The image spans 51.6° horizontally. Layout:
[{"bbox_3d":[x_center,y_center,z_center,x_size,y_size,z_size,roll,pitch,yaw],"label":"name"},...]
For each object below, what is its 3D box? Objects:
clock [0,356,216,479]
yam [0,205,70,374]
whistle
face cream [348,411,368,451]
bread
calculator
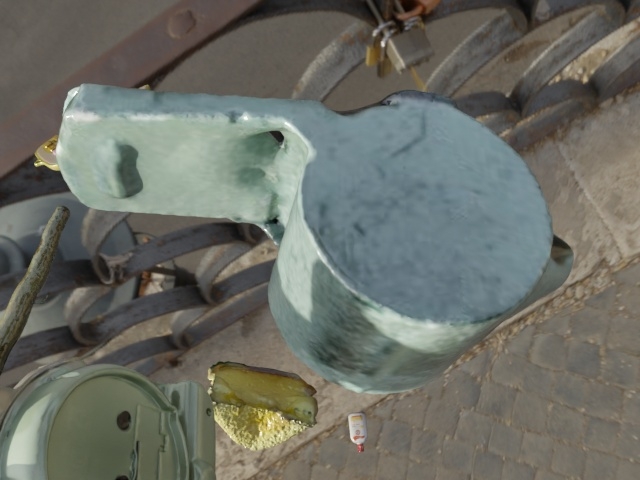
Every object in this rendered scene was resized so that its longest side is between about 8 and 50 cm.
[{"bbox_3d":[-0.258,0.267,0.766,0.109,0.324,0.265,-21,56,26],"label":"clock"},{"bbox_3d":[-0.310,0.054,0.707,0.029,0.027,0.234,0,51,12],"label":"yam"},{"bbox_3d":[0.000,-0.028,0.536,0.405,0.168,0.188,32,60,5],"label":"whistle"},{"bbox_3d":[0.084,0.419,1.450,0.040,0.021,0.083,-11,69,12],"label":"face cream"},{"bbox_3d":[-0.136,0.376,1.462,0.252,0.174,0.133,12,110,-13],"label":"bread"},{"bbox_3d":[-0.352,-0.178,1.072,0.236,0.033,0.157,-35,37,-21],"label":"calculator"}]
